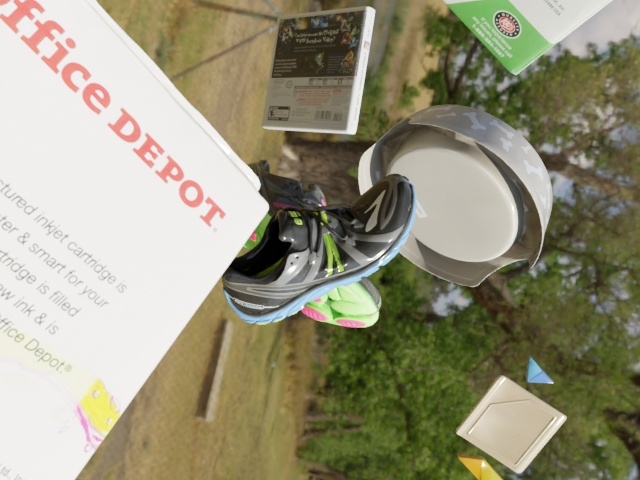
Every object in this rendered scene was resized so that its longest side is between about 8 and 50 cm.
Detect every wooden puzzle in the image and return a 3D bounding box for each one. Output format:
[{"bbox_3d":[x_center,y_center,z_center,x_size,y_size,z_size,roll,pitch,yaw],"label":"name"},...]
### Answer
[{"bbox_3d":[0.163,0.158,0.632,0.116,0.078,0.014,-49,-173,14],"label":"wooden puzzle"}]

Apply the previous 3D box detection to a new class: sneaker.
[{"bbox_3d":[0.000,0.000,0.621,0.078,0.188,0.067,61,-3,-37],"label":"sneaker"},{"bbox_3d":[-0.039,-0.021,1.466,0.202,0.483,0.185,-32,150,-26],"label":"sneaker"}]

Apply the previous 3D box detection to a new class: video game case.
[{"bbox_3d":[-0.008,-0.244,1.063,0.022,0.190,0.173,6,95,-44],"label":"video game case"}]

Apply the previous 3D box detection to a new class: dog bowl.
[{"bbox_3d":[0.237,-0.080,1.274,0.102,0.349,0.348,-47,158,-33],"label":"dog bowl"}]

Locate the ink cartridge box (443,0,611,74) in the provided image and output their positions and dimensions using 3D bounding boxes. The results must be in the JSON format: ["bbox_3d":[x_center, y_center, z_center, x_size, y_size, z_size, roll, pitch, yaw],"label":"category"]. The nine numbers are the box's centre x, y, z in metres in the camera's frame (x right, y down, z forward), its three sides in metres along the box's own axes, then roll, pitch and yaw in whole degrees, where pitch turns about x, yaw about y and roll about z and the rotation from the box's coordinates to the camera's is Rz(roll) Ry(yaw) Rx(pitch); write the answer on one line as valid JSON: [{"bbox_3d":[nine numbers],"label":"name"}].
[{"bbox_3d":[0.163,-0.234,0.489,0.087,0.153,0.208,-48,-172,-31],"label":"ink cartridge box"}]

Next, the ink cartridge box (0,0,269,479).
[{"bbox_3d":[-0.185,0.020,0.329,0.201,0.117,0.278,48,64,-33],"label":"ink cartridge box"}]
